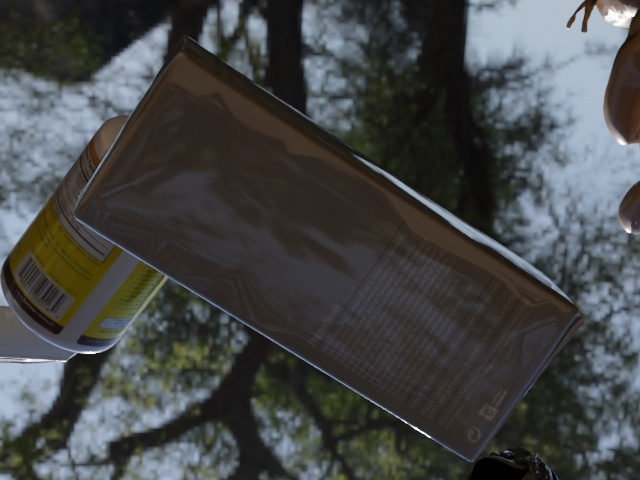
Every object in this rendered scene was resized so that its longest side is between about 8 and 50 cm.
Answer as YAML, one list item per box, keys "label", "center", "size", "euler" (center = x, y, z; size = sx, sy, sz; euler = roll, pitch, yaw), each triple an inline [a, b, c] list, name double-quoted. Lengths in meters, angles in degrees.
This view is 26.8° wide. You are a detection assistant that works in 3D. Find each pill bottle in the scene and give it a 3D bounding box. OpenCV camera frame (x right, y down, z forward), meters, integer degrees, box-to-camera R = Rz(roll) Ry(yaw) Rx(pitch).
- label: "pill bottle"
  center: [-0.158, -0.018, 1.085]
  size: [0.117, 0.215, 0.117]
  euler: [33, -156, -17]

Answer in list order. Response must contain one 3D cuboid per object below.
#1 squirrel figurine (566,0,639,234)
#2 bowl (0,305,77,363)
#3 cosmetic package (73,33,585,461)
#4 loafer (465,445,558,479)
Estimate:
- label: "squirrel figurine"
  center: [0.403, -0.256, 1.361]
  size: [0.281, 0.397, 0.370]
  euler: [-13, -117, -9]
- label: "bowl"
  center: [-0.323, 0.100, 1.409]
  size: [0.142, 0.053, 0.142]
  euler: [9, 167, -43]
- label: "cosmetic package"
  center: [0.000, 0.000, 0.693]
  size: [0.238, 0.107, 0.127]
  euler: [35, -173, -13]
- label: "loafer"
  center: [0.196, 0.264, 1.431]
  size: [0.096, 0.084, 0.267]
  euler: [-24, -173, 16]
